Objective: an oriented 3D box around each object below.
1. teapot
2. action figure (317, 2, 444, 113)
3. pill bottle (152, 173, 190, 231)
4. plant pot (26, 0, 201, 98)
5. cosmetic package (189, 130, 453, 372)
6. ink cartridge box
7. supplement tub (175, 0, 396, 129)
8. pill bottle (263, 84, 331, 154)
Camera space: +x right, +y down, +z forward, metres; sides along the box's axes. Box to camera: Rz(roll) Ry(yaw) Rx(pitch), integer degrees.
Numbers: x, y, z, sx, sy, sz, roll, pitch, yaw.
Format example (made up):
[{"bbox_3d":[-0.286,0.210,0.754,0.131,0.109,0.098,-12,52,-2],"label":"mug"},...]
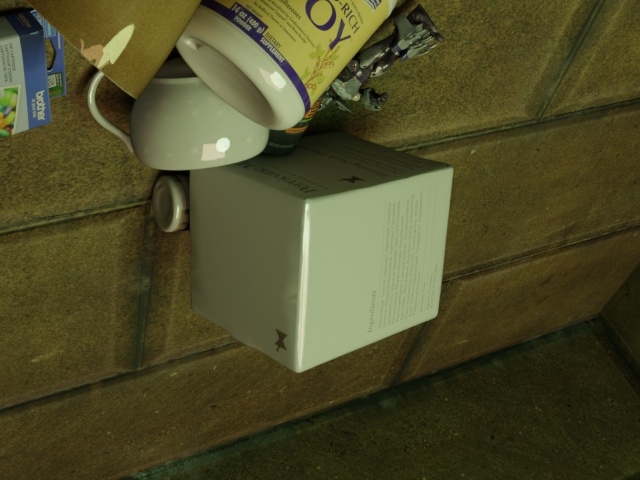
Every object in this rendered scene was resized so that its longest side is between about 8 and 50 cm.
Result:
[{"bbox_3d":[-0.213,-0.232,1.445,0.256,0.252,0.187,-29,120,-48],"label":"teapot"},{"bbox_3d":[0.093,-0.333,1.639,0.285,0.099,0.185,-34,155,14],"label":"action figure"},{"bbox_3d":[-0.230,-0.078,1.724,0.186,0.112,0.112,-6,142,-34],"label":"pill bottle"},{"bbox_3d":[-0.238,-0.356,1.102,0.254,0.237,0.237,-47,148,1],"label":"plant pot"},{"bbox_3d":[0.000,0.000,1.659,0.393,0.329,0.328,-16,118,-42],"label":"cosmetic package"},{"bbox_3d":[-0.510,-0.226,1.268,0.311,0.065,0.186,-27,150,-32],"label":"ink cartridge box"},{"bbox_3d":[-0.035,-0.356,1.275,0.331,0.241,0.241,-51,151,-10],"label":"supplement tub"},{"bbox_3d":[-0.053,-0.283,1.553,0.130,0.130,0.246,-3,140,-37],"label":"pill bottle"}]
